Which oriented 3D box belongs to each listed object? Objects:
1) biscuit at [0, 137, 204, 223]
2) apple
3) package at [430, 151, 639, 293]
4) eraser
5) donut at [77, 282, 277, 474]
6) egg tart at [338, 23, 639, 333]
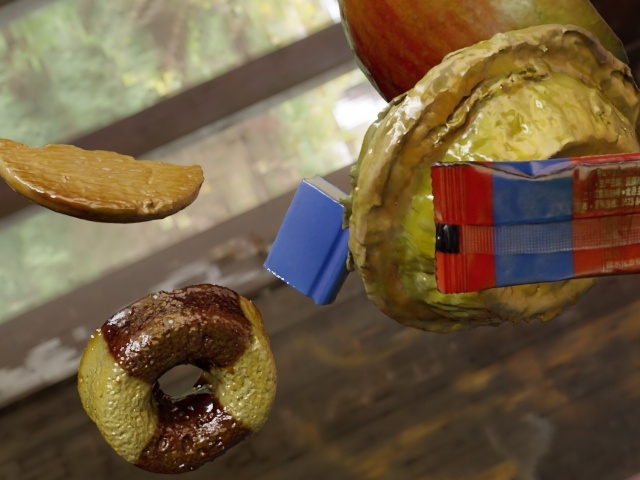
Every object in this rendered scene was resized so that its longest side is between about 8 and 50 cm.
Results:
[{"bbox_3d":[-0.231,-0.057,1.837,0.144,0.224,0.033,-107,26,-59],"label":"biscuit"},{"bbox_3d":[0.134,-0.251,1.705,0.346,0.179,0.254,52,144,36],"label":"apple"},{"bbox_3d":[0.162,-0.014,0.983,0.022,0.200,0.083,-96,2,-66],"label":"package"},{"bbox_3d":[0.000,0.000,1.365,0.063,0.084,0.027,34,-154,19],"label":"eraser"},{"bbox_3d":[-0.092,0.098,1.200,0.059,0.140,0.140,-127,14,-63],"label":"donut"},{"bbox_3d":[0.154,-0.032,1.341,0.118,0.288,0.288,40,157,43],"label":"egg tart"}]
